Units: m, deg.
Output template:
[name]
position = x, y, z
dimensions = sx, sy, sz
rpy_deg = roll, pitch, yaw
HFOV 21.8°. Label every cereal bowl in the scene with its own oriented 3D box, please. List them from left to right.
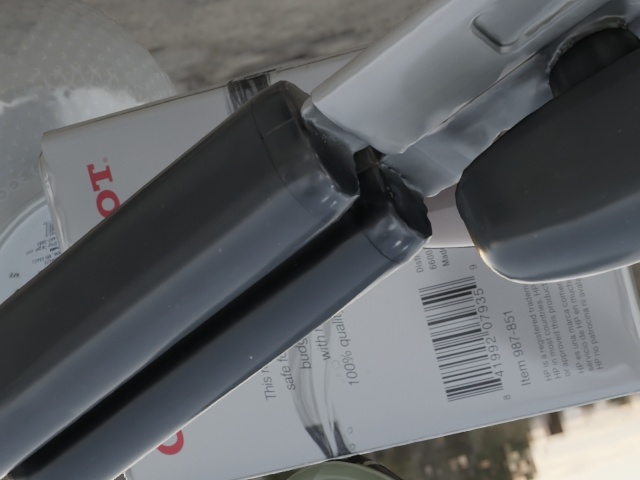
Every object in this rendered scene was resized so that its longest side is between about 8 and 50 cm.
[cereal bowl]
position = -0.217, -0.003, 1.168
dimensions = 0.339, 0.339, 0.141
rpy_deg = -15, -142, -40

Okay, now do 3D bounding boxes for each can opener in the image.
[can opener]
position = 0.000, 0.000, 0.466
dimensions = 0.280, 0.093, 0.074
rpy_deg = -33, 143, 21

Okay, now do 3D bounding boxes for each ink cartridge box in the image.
[ink cartridge box]
position = 0.019, 0.003, 0.979
dimensions = 0.307, 0.223, 0.129
rpy_deg = -14, -175, 11

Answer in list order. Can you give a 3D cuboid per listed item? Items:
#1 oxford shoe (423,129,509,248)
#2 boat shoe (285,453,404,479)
[oxford shoe]
position = 0.164, -0.031, 0.571
dimensions = 0.363, 0.133, 0.130
rpy_deg = -10, 150, 20
[boat shoe]
position = 0.078, 0.158, 0.598
dimensions = 0.081, 0.227, 0.069
rpy_deg = -51, 170, -2
